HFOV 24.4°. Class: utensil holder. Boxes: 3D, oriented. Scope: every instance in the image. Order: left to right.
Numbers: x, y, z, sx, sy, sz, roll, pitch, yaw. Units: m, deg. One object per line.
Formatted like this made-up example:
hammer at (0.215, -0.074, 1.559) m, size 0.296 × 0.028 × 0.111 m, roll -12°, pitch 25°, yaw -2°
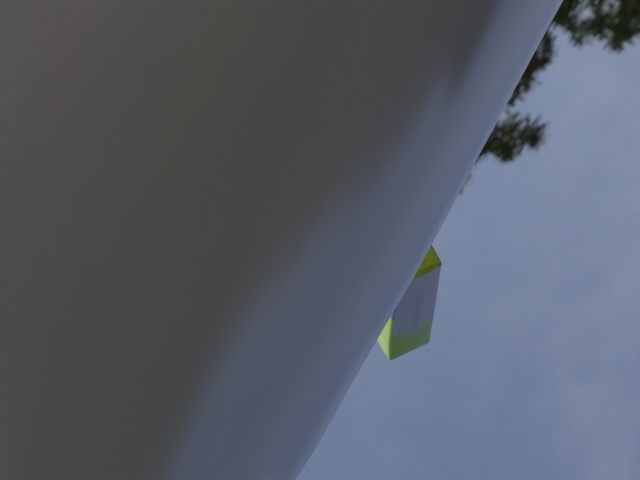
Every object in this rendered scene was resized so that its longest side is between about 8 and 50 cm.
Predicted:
utensil holder at (-0.066, -0.122, 0.557) m, size 0.328 × 0.385 × 0.327 m, roll 20°, pitch -156°, yaw -10°

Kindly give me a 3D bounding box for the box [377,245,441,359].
box at (0.048, 0.011, 1.145) m, size 0.042 × 0.178 × 0.109 m, roll -24°, pitch -113°, yaw -11°
